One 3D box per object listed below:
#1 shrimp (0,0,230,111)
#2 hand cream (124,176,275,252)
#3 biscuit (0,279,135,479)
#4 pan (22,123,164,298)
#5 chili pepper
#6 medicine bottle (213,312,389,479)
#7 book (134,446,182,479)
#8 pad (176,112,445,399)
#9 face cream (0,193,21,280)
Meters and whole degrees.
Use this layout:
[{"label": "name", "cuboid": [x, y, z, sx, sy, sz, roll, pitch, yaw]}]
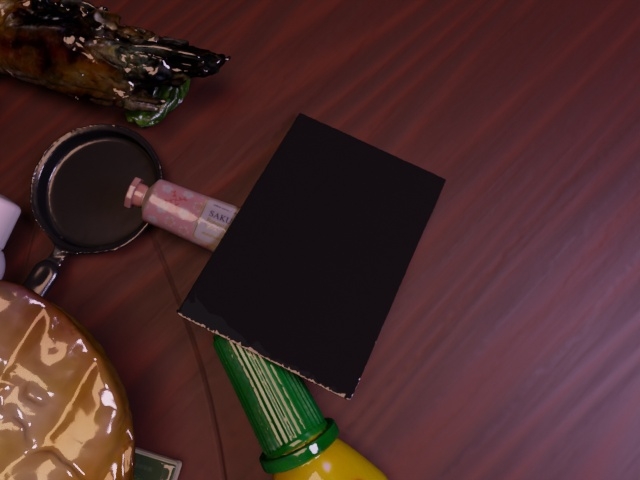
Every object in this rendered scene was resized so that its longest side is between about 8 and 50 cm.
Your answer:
[{"label": "shrimp", "cuboid": [-0.246, -0.262, 0.616, 0.365, 0.071, 0.233, 18, 76, 15]}, {"label": "hand cream", "cuboid": [-0.083, -0.005, 0.566, 0.209, 0.043, 0.067, 22, 78, -7]}, {"label": "biscuit", "cuboid": [-0.298, 0.172, 0.465, 0.296, 0.102, 0.296, 2, 84, -17]}, {"label": "pan", "cuboid": [-0.245, -0.008, 0.585, 0.136, 0.028, 0.235, 26, 77, 8]}, {"label": "chili pepper", "cuboid": [-0.164, -0.152, 0.616, 0.030, 0.034, 0.091, 28, 80, 41]}, {"label": "medicine bottle", "cuboid": [-0.003, 0.205, 0.507, 0.111, 0.076, 0.309, -25, 75, -24]}, {"label": "book", "cuboid": [-0.260, 0.299, 0.521, 0.202, 0.027, 0.264, 15, 78, 4]}, {"label": "pad", "cuboid": [0.000, 0.000, 0.550, 0.170, 0.006, 0.245, 25, 65, 4]}, {"label": "face cream", "cuboid": [-0.362, 0.076, 0.546, 0.082, 0.082, 0.269, 20, 80, 6]}]
